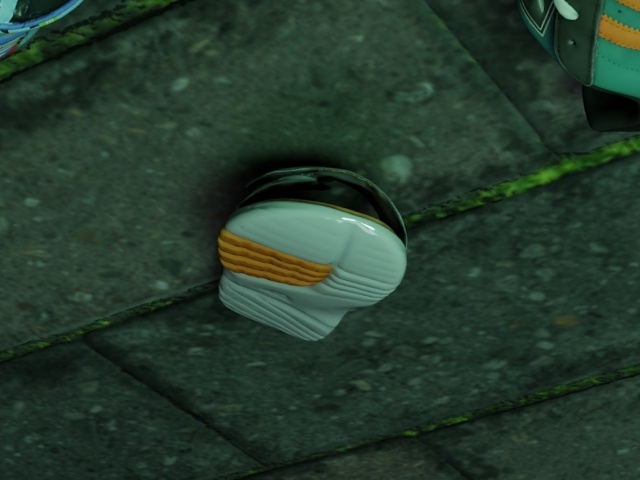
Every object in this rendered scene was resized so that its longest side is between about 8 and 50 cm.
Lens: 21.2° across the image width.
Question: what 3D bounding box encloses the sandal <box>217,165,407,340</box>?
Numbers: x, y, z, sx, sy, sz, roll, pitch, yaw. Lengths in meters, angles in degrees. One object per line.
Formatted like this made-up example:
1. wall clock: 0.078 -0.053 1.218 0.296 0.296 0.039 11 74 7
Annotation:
1. sandal: -0.010 -0.004 1.025 0.102 0.076 0.265 22 164 -6

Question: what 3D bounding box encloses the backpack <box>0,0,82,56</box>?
1. backpack: -0.165 -0.141 0.713 0.158 0.173 0.117 13 145 -20

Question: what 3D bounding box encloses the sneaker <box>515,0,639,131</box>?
1. sneaker: 0.140 -0.135 0.781 0.121 0.108 0.302 -16 145 16
